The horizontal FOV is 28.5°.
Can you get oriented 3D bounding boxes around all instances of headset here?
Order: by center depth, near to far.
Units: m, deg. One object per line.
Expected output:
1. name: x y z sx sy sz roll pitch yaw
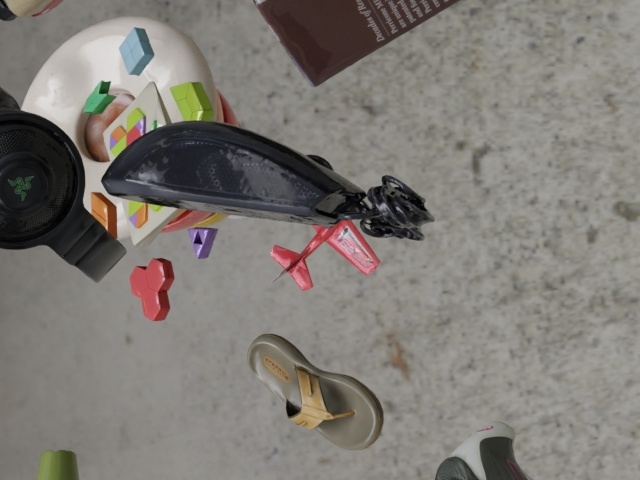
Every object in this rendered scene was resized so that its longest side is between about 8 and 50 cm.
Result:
1. headset: -0.353 -0.070 1.226 0.185 0.394 0.243 -48 50 -8

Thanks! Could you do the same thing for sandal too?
1. sandal: -0.015 0.153 1.248 0.180 0.049 0.072 32 116 32

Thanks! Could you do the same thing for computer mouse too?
1. computer mouse: -0.042 -0.054 1.039 0.188 0.272 0.072 63 -146 -87

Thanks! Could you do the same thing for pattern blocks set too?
1. pattern blocks set: -0.222 -0.093 1.603 0.285 0.026 0.325 -53 54 34

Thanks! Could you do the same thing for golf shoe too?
1. golf shoe: 0.206 0.296 1.191 0.105 0.120 0.273 -7 124 51

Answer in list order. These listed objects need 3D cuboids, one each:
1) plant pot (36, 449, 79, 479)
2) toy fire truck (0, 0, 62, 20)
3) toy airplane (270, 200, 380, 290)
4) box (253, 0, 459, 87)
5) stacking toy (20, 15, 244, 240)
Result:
1. plant pot: -0.387 0.352 1.859 0.083 0.083 0.079 -29 55 49
2. toy fire truck: -0.436 -0.457 1.922 0.158 0.246 0.217 -30 92 39
3. toy airplane: 0.000 0.000 1.503 0.151 0.028 0.151 0 89 12
4. box: 0.101 -0.337 1.251 0.381 0.143 0.191 -28 46 7
5. stacking toy: -0.222 -0.120 2.035 0.351 0.480 0.350 -8 73 25
